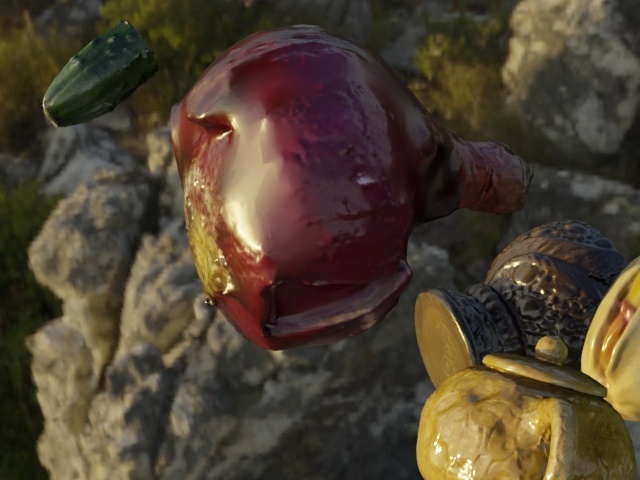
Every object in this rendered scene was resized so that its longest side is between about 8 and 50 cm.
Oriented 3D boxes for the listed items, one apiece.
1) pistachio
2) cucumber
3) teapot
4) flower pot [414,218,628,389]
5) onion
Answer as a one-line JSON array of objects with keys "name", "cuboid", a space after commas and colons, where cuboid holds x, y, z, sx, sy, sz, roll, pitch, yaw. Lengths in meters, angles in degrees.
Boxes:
[{"name": "pistachio", "cuboid": [0.371, 0.106, 1.451, 0.145, 0.200, 0.117, 15, 8, -37]}, {"name": "cucumber", "cuboid": [-0.190, -0.135, 1.122, 0.107, 0.067, 0.035, -43, 53, -14]}, {"name": "teapot", "cuboid": [0.199, 0.169, 1.191, 0.203, 0.167, 0.311, 14, 0, 3]}, {"name": "flower pot", "cuboid": [0.295, 0.126, 1.875, 0.267, 0.266, 0.266, -18, 39, -16]}, {"name": "onion", "cuboid": [0.041, -0.081, 1.507, 0.420, 0.398, 0.398, -15, 39, -8]}]
